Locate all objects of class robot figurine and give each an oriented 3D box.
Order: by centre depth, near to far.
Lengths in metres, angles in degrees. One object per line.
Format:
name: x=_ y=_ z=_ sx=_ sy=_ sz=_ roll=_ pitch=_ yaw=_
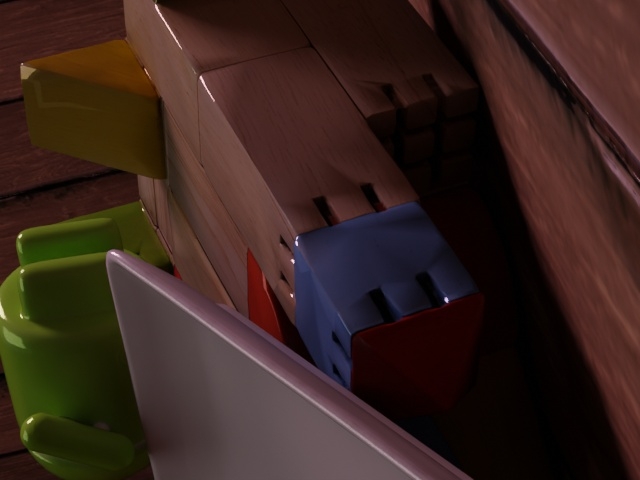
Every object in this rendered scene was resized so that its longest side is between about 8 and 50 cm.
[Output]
robot figurine: x=-0.092 y=0.048 z=0.608 sx=0.101 sy=0.067 sz=0.115 roll=-110 pitch=13 yaw=-54

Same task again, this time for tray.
tray: x=0.028 y=0.107 z=0.489 sx=0.270 sy=0.030 sz=0.145 roll=32 pitch=140 yaw=40

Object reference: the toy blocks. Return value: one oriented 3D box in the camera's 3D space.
toy blocks: x=0.008 y=0.049 z=0.663 sx=0.381 sy=0.191 sz=0.261 roll=91 pitch=156 yaw=-45
